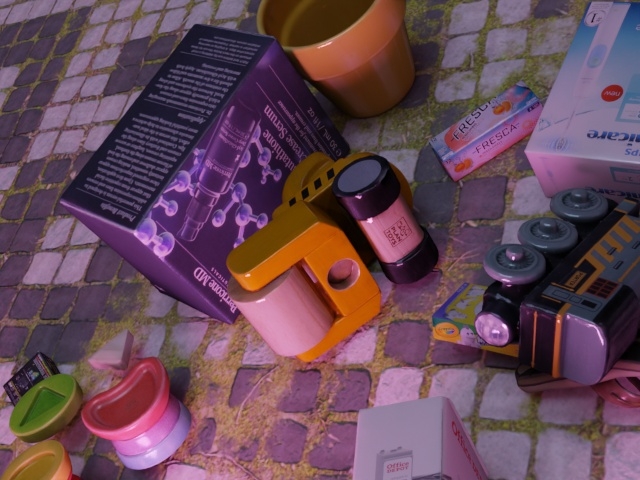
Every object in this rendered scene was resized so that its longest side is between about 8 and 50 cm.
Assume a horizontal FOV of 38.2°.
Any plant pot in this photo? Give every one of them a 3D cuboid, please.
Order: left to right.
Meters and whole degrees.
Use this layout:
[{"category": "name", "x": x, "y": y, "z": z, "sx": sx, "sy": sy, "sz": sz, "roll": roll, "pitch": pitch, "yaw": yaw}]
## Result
[{"category": "plant pot", "x": 0.050, "y": -0.351, "z": 1.636, "sx": 0.254, "sy": 0.239, "sz": 0.254, "roll": -16, "pitch": 51, "yaw": 20}]

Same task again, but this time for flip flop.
[{"category": "flip flop", "x": 0.378, "y": 0.171, "z": 1.167, "sx": 0.277, "sy": 0.080, "sz": 0.112, "roll": -15, "pitch": 11, "yaw": 38}]

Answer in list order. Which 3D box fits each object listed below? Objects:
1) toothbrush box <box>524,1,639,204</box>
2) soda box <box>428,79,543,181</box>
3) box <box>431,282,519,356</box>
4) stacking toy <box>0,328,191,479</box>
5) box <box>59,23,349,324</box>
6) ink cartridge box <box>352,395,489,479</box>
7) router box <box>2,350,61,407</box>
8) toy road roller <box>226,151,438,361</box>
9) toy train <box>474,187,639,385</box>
[{"category": "toothbrush box", "x": 0.461, "y": -0.200, "z": 1.359, "sx": 0.216, "sy": 0.126, "sz": 0.295, "roll": 12, "pitch": 66, "yaw": 37}, {"category": "soda box", "x": 0.270, "y": -0.176, "z": 1.496, "sx": 0.183, "sy": 0.063, "sz": 0.058, "roll": -33, "pitch": 48, "yaw": 6}, {"category": "box", "x": 0.256, "y": 0.112, "z": 1.279, "sx": 0.179, "sy": 0.043, "sz": 0.105, "roll": 11, "pitch": 33, "yaw": 34}, {"category": "stacking toy", "x": -0.361, "y": 0.314, "z": 1.511, "sx": 0.309, "sy": 0.130, "sz": 0.279, "roll": -33, "pitch": 31, "yaw": -4}, {"category": "box", "x": -0.182, "y": -0.115, "z": 1.565, "sx": 0.212, "sy": 0.293, "sz": 0.395, "roll": 20, "pitch": 70, "yaw": 40}, {"category": "ink cartridge box", "x": 0.121, "y": 0.356, "z": 1.069, "sx": 0.117, "sy": 0.207, "sz": 0.283, "roll": -13, "pitch": 40, "yaw": 20}, {"category": "router box", "x": -0.504, "y": 0.269, "z": 1.652, "sx": 0.092, "sy": 0.038, "sz": 0.122, "roll": -45, "pitch": 47, "yaw": -5}, {"category": "toy road roller", "x": 0.000, "y": 0.000, "z": 1.447, "sx": 0.329, "sy": 0.202, "sz": 0.240, "roll": -38, "pitch": 34, "yaw": -5}, {"category": "toy train", "x": 0.339, "y": 0.049, "z": 1.185, "sx": 0.190, "sy": 0.142, "sz": 0.334, "roll": 22, "pitch": 40, "yaw": 34}]
